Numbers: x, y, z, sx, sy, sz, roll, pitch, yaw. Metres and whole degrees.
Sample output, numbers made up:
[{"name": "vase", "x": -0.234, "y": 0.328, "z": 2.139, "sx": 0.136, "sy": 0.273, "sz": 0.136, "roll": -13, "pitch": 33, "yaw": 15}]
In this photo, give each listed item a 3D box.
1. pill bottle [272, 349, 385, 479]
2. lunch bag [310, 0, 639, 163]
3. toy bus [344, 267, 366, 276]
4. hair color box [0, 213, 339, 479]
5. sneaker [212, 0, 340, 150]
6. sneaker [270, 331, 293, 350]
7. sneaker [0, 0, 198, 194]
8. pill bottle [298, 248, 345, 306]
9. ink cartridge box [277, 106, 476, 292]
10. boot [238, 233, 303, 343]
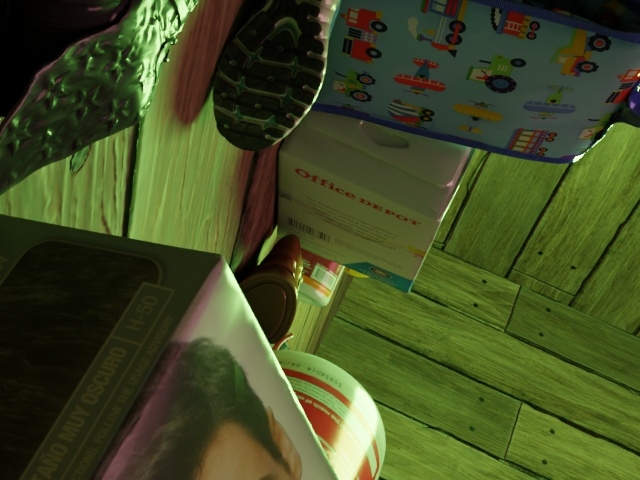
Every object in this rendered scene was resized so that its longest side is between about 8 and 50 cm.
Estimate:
[{"name": "pill bottle", "x": -0.082, "y": 0.309, "z": 1.038, "sx": 0.407, "sy": 0.229, "sz": 0.229, "roll": -56, "pitch": 169, "yaw": -60}, {"name": "lunch bag", "x": 0.148, "y": -0.163, "z": 0.844, "sx": 0.221, "sy": 0.293, "sz": 0.138, "roll": 103, "pitch": 13, "yaw": -67}, {"name": "toy bus", "x": 0.092, "y": -0.049, "z": 1.770, "sx": 0.220, "sy": 0.150, "sz": 0.211, "roll": 106, "pitch": -6, "yaw": -71}, {"name": "hair color box", "x": -0.070, "y": 0.182, "z": 0.451, "sx": 0.185, "sy": 0.114, "sz": 0.374, "roll": -63, "pitch": 149, "yaw": -32}, {"name": "sneaker", "x": -0.016, "y": -0.131, "z": 0.629, "sx": 0.073, "sy": 0.063, "sz": 0.162, "roll": -41, "pitch": 155, "yaw": -85}, {"name": "sneaker", "x": -0.060, "y": 0.110, "z": 1.235, "sx": 0.118, "sy": 0.067, "sz": 0.042, "roll": -56, "pitch": 170, "yaw": -61}, {"name": "sneaker", "x": -0.074, "y": -0.083, "z": 0.357, "sx": 0.170, "sy": 0.051, "sz": 0.089, "roll": -50, "pitch": 164, "yaw": -55}, {"name": "pill bottle", "x": 0.000, "y": 0.000, "z": 1.242, "sx": 0.086, "sy": 0.086, "sz": 0.152, "roll": 93, "pitch": 22, "yaw": -76}, {"name": "ink cartridge box", "x": 0.064, "y": -0.080, "z": 1.050, "sx": 0.232, "sy": 0.171, "sz": 0.168, "roll": 101, "pitch": 14, "yaw": -70}, {"name": "boot", "x": -0.052, "y": 0.046, "z": 1.041, "sx": 0.152, "sy": 0.073, "sz": 0.197, "roll": -60, "pitch": -176, "yaw": -40}]
